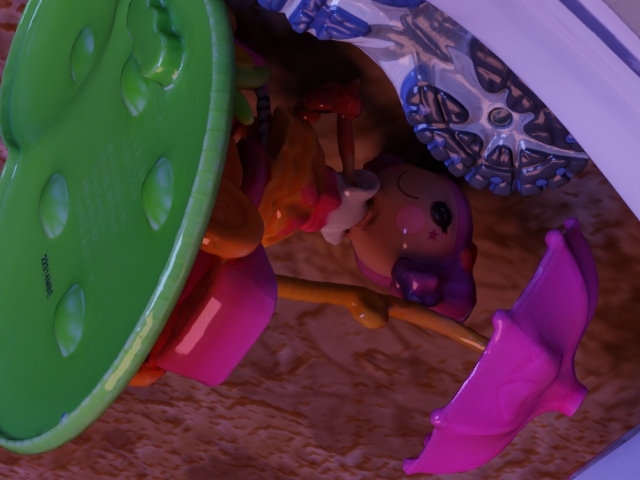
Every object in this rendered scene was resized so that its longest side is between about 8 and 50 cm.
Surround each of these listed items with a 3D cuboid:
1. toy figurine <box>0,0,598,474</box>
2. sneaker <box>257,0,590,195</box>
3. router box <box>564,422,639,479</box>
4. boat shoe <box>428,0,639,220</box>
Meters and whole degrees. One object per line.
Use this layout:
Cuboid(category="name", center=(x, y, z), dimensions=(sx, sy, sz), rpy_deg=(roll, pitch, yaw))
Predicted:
Cuboid(category="toy figurine", center=(0.000, 0.000, 0.552), dimensions=(0.159, 0.173, 0.130), rpy_deg=(20, 121, -29))
Cuboid(category="sneaker", center=(0.019, -0.072, 0.492), dimensions=(0.052, 0.058, 0.135), rpy_deg=(-27, 117, 31))
Cuboid(category="router box", center=(0.217, 0.233, 0.542), dimensions=(0.335, 0.082, 0.301), rpy_deg=(29, 141, 45))
Cuboid(category="boat shoe", center=(0.067, -0.090, 0.431), dimensions=(0.094, 0.109, 0.302), rpy_deg=(-29, 128, 27))
